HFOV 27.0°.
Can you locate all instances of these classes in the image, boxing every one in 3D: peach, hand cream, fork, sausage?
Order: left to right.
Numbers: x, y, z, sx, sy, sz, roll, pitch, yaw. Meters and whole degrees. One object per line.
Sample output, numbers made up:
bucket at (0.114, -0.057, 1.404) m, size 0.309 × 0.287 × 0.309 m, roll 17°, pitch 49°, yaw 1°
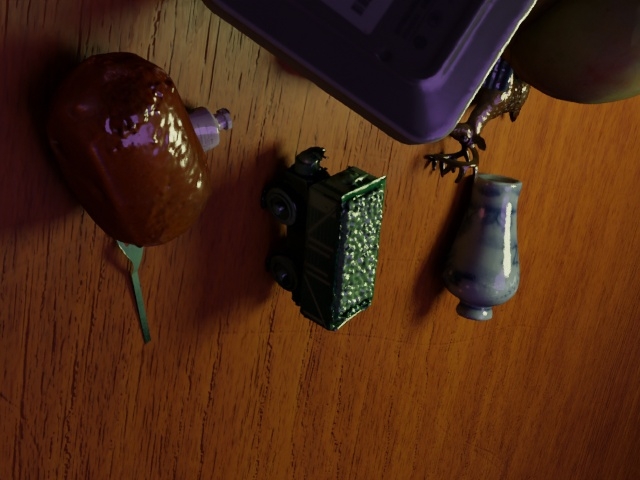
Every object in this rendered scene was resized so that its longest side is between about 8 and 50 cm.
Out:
sausage at (-0.218, -0.100, 1.548) m, size 0.141 × 0.153 × 0.268 m, roll -48°, pitch 146°, yaw -22°
fork at (-0.238, 0.057, 1.763) m, size 0.039 × 0.021 × 0.235 m, roll -37°, pitch 140°, yaw -29°
hand cream at (-0.178, -0.130, 1.694) m, size 0.142 × 0.053 × 0.084 m, roll -26°, pitch 135°, yaw -22°
peach at (0.380, -0.328, 1.855) m, size 0.247 × 0.292 × 0.292 m, roll -22°, pitch 130°, yaw -50°

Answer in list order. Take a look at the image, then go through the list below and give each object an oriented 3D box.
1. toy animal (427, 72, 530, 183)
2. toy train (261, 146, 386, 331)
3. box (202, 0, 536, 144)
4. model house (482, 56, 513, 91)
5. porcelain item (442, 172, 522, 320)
toy animal at (0.297, -0.227, 2.250) m, size 0.243 × 0.087 × 0.260 m, roll -13°, pitch 121°, yaw -49°
toy train at (0.000, 0.000, 1.934) m, size 0.115 × 0.154 × 0.269 m, roll -27°, pitch 134°, yaw -40°
box at (0.085, -0.351, 1.633) m, size 0.367 × 0.373 × 0.090 m, roll -58°, pitch -171°, yaw -7°
model house at (0.267, -0.314, 2.061) m, size 0.183 × 0.172 × 0.166 m, roll -16°, pitch 125°, yaw -50°
porcelain item at (0.297, 0.013, 2.389) m, size 0.141 × 0.141 × 0.259 m, roll -7°, pitch 112°, yaw -53°
